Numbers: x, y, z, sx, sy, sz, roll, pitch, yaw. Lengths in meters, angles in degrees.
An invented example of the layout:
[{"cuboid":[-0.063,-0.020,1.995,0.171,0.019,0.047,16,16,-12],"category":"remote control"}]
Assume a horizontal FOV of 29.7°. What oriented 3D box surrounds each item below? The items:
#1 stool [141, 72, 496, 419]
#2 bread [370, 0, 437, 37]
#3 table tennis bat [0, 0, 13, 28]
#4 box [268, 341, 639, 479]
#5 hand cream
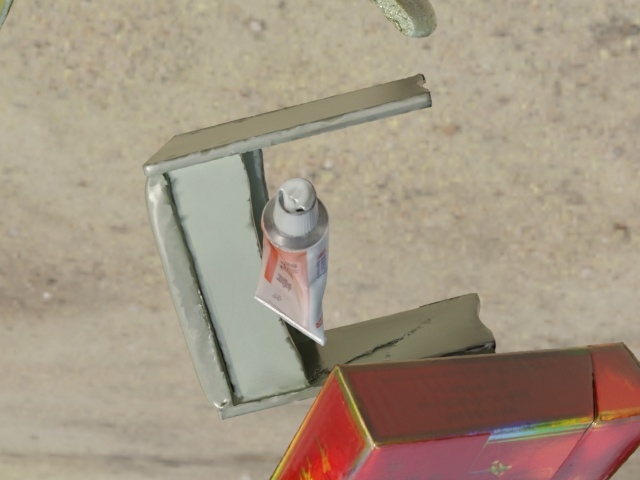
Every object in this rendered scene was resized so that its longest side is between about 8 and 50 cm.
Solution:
[{"cuboid":[0.000,0.000,1.126,0.270,0.243,0.170,-14,-166,6],"category":"stool"},{"cuboid":[0.103,-0.339,1.639,0.112,0.193,0.036,-2,136,-48],"category":"bread"},{"cuboid":[-0.294,-0.202,0.941,0.054,0.224,0.368,-3,126,-37],"category":"table tennis bat"},{"cuboid":[0.124,0.189,1.046,0.313,0.089,0.197,-2,136,-31],"category":"box"},{"cuboid":[-0.019,0.015,0.744,0.038,0.052,0.216,-23,160,-12],"category":"hand cream"}]
